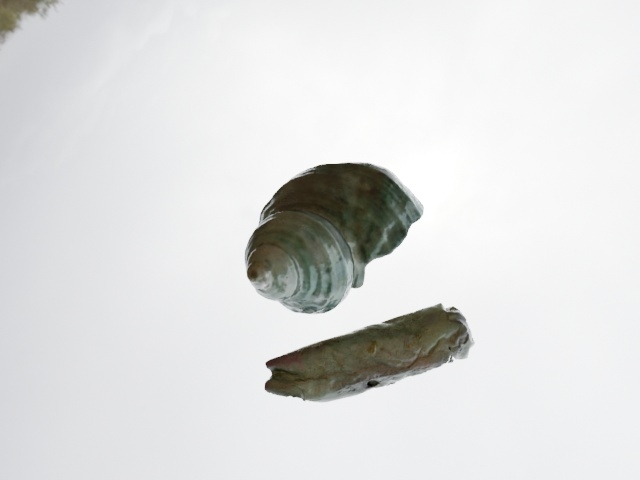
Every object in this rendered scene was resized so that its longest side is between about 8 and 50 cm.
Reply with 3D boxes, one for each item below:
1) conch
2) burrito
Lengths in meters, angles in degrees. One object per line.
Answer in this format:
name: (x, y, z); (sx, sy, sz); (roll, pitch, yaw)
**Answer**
conch: (0.000, 0.000, 0.706); (0.220, 0.195, 0.277); (11, -155, 41)
burrito: (0.068, 0.172, 0.751); (0.309, 0.066, 0.096); (-17, -94, 6)
